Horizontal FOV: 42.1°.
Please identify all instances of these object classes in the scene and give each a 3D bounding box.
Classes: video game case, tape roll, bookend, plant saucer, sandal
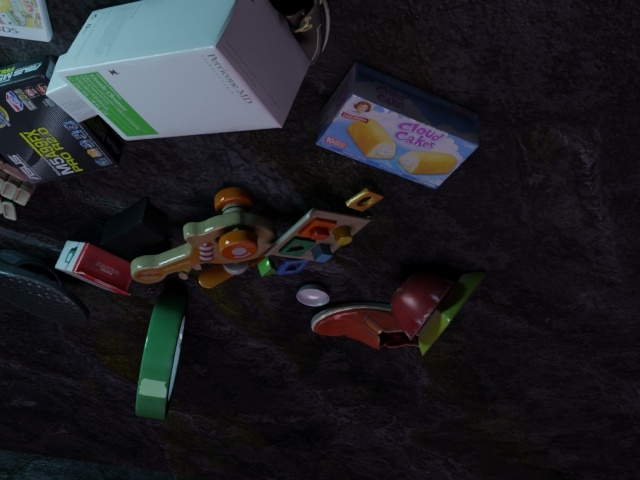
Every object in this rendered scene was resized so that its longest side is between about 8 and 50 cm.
[{"bbox_3d":[-0.572,-0.435,1.389,0.207,0.026,0.227,7,145,-1],"label":"video game case"},{"bbox_3d":[-0.409,0.300,2.155,0.077,0.321,0.321,9,145,-6],"label":"tape roll"},{"bbox_3d":[-0.398,-0.008,1.931,0.157,0.072,0.156,-25,135,36],"label":"bookend"},{"bbox_3d":[0.308,0.166,2.012,0.045,0.188,0.188,38,145,9],"label":"plant saucer"},{"bbox_3d":[-0.781,0.077,2.105,0.446,0.107,0.167,26,143,-6],"label":"sandal"}]

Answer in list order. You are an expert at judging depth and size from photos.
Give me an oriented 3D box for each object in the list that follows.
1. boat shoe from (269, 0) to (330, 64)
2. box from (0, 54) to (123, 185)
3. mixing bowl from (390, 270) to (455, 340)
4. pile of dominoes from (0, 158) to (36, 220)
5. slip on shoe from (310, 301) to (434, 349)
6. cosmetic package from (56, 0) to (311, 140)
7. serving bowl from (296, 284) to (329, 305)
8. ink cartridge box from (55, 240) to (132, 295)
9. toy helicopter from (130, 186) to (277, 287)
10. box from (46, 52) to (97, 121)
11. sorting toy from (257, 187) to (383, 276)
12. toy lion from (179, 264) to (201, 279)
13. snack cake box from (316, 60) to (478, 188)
[{"bbox_3d":[-0.050,-0.387,1.321,0.109,0.091,0.305,-1,144,10],"label":"boat shoe"},{"bbox_3d":[-0.553,-0.229,1.644,0.216,0.060,0.270,-10,142,17],"label":"box"},{"bbox_3d":[0.232,0.140,1.992,0.098,0.181,0.181,38,145,10],"label":"mixing bowl"},{"bbox_3d":[-0.756,-0.155,1.827,0.251,0.040,0.196,28,140,-16],"label":"pile of dominoes"},{"bbox_3d":[0.136,0.230,2.168,0.332,0.101,0.123,2,147,9],"label":"slip on shoe"},{"bbox_3d":[-0.226,-0.288,1.365,0.366,0.155,0.197,1,148,37],"label":"cosmetic package"},{"bbox_3d":[-0.018,0.135,2.117,0.083,0.027,0.083,5,145,3],"label":"serving bowl"},{"bbox_3d":[-0.526,0.064,1.966,0.134,0.078,0.231,29,167,-30],"label":"ink cartridge box"},{"bbox_3d":[-0.262,0.029,1.883,0.355,0.140,0.235,-19,151,15],"label":"toy helicopter"},{"bbox_3d":[-0.423,-0.289,1.509,0.101,0.102,0.087,-14,142,28],"label":"box"},{"bbox_3d":[0.000,0.000,1.825,0.196,0.047,0.348,4,145,-43],"label":"sorting toy"},{"bbox_3d":[-0.351,0.050,2.048,0.096,0.034,0.100,35,136,-24],"label":"toy lion"},{"bbox_3d":[0.144,-0.210,1.549,0.264,0.089,0.152,19,144,-18],"label":"snack cake box"}]
